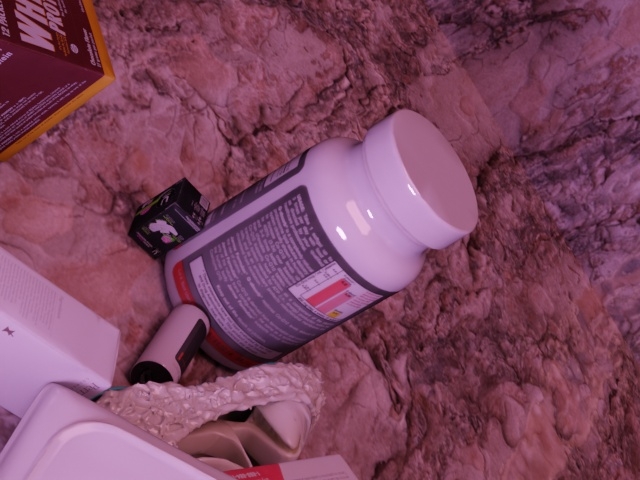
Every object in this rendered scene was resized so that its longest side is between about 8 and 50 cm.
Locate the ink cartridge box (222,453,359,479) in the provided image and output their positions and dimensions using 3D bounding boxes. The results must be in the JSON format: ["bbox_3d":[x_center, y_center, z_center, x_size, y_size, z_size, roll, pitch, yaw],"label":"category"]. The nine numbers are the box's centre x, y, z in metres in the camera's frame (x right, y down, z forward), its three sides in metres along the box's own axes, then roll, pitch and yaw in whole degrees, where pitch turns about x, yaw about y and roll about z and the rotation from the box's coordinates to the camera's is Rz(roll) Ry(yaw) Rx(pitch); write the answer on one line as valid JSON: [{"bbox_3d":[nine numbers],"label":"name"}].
[{"bbox_3d":[0.013,0.427,1.509,0.384,0.160,0.279,51,21,24],"label":"ink cartridge box"}]

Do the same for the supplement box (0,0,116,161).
[{"bbox_3d":[-0.368,-0.202,1.577,0.194,0.191,0.129,13,51,-54],"label":"supplement box"}]

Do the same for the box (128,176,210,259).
[{"bbox_3d":[-0.189,-0.028,1.819,0.052,0.083,0.062,47,29,-24],"label":"box"}]

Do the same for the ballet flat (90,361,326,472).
[{"bbox_3d":[-0.107,0.228,1.623,0.409,0.147,0.147,-2,64,-52],"label":"ballet flat"}]

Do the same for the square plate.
[{"bbox_3d":[-0.172,0.313,1.311,0.344,0.049,0.347,28,44,0],"label":"square plate"}]

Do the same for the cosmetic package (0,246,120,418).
[{"bbox_3d":[-0.323,0.085,1.447,0.231,0.117,0.085,39,33,-31],"label":"cosmetic package"}]

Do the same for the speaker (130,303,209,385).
[{"bbox_3d":[-0.177,0.131,1.713,0.055,0.055,0.136,52,27,-13],"label":"speaker"}]

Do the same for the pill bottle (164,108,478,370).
[{"bbox_3d":[0.000,0.000,1.802,0.210,0.363,0.210,40,33,-33],"label":"pill bottle"}]
